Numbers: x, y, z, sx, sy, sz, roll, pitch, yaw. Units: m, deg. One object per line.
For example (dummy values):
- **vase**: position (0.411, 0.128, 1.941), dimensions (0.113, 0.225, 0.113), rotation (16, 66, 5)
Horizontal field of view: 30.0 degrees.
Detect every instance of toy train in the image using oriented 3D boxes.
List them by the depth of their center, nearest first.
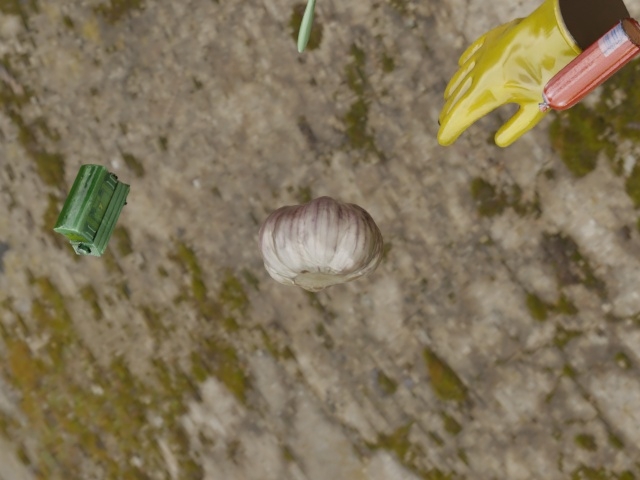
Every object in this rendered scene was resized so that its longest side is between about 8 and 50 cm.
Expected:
- **toy train**: position (-0.231, -0.032, 1.210), dimensions (0.038, 0.093, 0.056), rotation (4, 153, 31)

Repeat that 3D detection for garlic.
- **garlic**: position (0.000, 0.000, 1.394), dimensions (0.159, 0.147, 0.102), rotation (130, 141, -68)

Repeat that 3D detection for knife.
- **knife**: position (-0.011, -0.428, 2.082), dimensions (0.020, 0.043, 0.293), rotation (21, 148, 2)

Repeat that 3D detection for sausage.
- **sausage**: position (0.296, -0.185, 1.316), dimensions (0.050, 0.048, 0.145), rotation (27, 133, -26)

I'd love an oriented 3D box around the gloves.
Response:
- **gloves**: position (0.240, -0.213, 1.486), dimensions (0.116, 0.133, 0.294), rotation (35, 146, -18)
